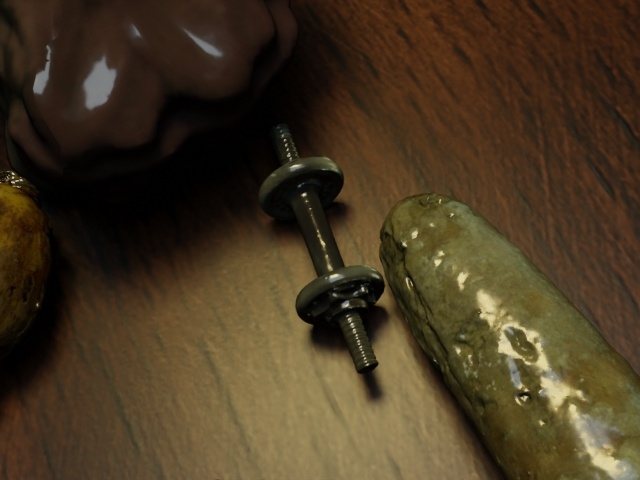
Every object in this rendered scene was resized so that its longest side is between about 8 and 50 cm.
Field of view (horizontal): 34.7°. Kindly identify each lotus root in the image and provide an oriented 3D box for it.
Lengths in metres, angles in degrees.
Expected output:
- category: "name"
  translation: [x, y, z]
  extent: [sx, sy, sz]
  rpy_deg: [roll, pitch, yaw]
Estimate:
- category: "lotus root"
  translation: [-0.297, 0.037, 0.891]
  extent: [0.120, 0.120, 0.209]
  rpy_deg: [3, 64, 10]

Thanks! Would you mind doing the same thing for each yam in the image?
- category: "yam"
  translation: [0.150, 0.090, 0.805]
  extent: [0.133, 0.133, 0.330]
  rpy_deg: [-30, 58, -8]

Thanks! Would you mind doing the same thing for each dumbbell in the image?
- category: "dumbbell"
  translation: [0.000, 0.000, 0.891]
  extent: [0.081, 0.081, 0.254]
  rpy_deg: [-20, 62, -3]

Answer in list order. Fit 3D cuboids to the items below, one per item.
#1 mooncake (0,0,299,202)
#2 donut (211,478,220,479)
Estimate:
- category: "mooncake"
  translation: [-0.189, -0.242, 0.894]
  extent: [0.350, 0.212, 0.381]
  rpy_deg: [-43, 100, -12]
- category: "donut"
  translation: [-0.076, 0.352, 0.682]
  extent: [0.382, 0.142, 0.383]
  rpy_deg: [-3, 63, 6]
